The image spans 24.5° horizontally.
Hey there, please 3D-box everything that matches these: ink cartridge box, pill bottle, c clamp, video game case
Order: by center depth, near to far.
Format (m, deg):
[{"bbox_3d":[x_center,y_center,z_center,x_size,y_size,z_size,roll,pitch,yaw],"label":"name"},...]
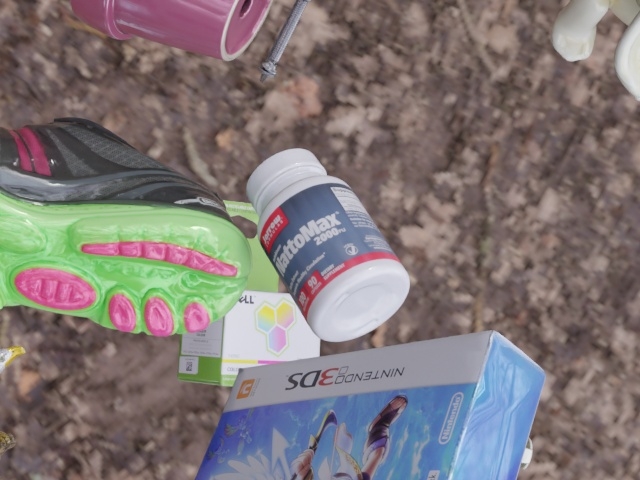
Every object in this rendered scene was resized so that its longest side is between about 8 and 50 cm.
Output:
[{"bbox_3d":[-0.003,0.194,0.919,0.061,0.244,0.269,40,56,-29],"label":"video game case"},{"bbox_3d":[0.000,0.000,1.445,0.108,0.180,0.108,-22,146,-16],"label":"pill bottle"},{"bbox_3d":[-0.037,-0.248,1.708,0.022,0.137,0.160,25,112,-8],"label":"c clamp"},{"bbox_3d":[-0.093,0.073,2.049,0.189,0.097,0.255,6,86,-45],"label":"ink cartridge box"}]

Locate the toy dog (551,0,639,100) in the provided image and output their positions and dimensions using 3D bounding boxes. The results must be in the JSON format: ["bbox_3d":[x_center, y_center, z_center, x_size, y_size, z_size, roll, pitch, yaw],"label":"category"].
[{"bbox_3d":[0.410,-0.332,1.624,0.285,0.408,0.395,12,112,-20],"label":"toy dog"}]

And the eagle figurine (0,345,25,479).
[{"bbox_3d":[-0.482,0.166,1.846,0.225,0.226,0.298,-42,109,-37],"label":"eagle figurine"}]

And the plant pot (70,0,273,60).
[{"bbox_3d":[-0.154,-0.297,1.663,0.201,0.180,0.201,-58,169,-18],"label":"plant pot"}]

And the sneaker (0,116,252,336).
[{"bbox_3d":[-0.308,-0.035,1.500,0.483,0.202,0.185,19,114,-13],"label":"sneaker"}]

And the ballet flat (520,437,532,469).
[{"bbox_3d":[0.220,0.277,1.990,0.342,0.124,0.116,24,79,-69],"label":"ballet flat"}]
